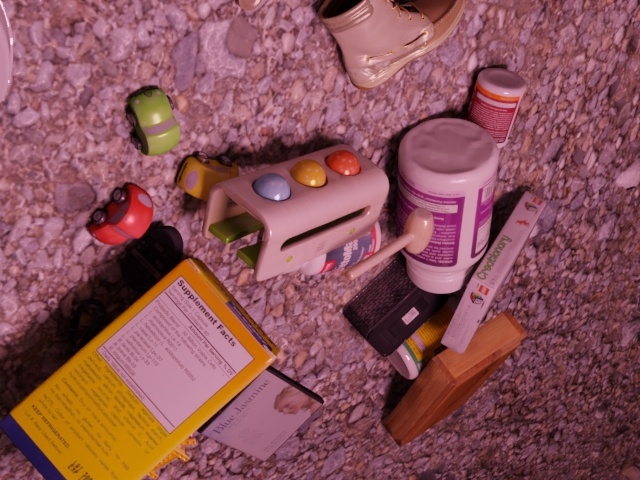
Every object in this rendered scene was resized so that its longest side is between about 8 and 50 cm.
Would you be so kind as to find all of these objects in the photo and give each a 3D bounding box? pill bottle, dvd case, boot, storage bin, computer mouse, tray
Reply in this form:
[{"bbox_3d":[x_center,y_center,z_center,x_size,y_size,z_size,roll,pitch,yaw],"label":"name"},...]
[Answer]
[{"bbox_3d":[0.235,0.184,1.911,0.208,0.117,0.118,-33,142,-14],"label":"pill bottle"},{"bbox_3d":[-0.113,0.341,1.827,0.180,0.022,0.253,-45,143,2],"label":"dvd case"},{"bbox_3d":[0.000,0.000,1.532,0.180,0.108,0.108,-13,133,-33],"label":"pill bottle"},{"bbox_3d":[0.106,-0.335,1.334,0.213,0.077,0.165,-38,141,-2],"label":"boot"},{"bbox_3d":[0.297,-0.215,1.611,0.086,0.086,0.152,-15,134,-32],"label":"pill bottle"},{"bbox_3d":[0.148,0.125,1.805,0.180,0.084,0.122,-42,143,0],"label":"storage bin"},{"bbox_3d":[-0.290,0.073,1.380,0.242,0.071,0.041,-45,168,7],"label":"computer mouse"},{"bbox_3d":[0.217,-0.051,1.629,0.169,0.169,0.302,-26,139,-22],"label":"pill bottle"},{"bbox_3d":[0.280,0.307,1.988,0.203,0.076,0.411,-29,160,-24],"label":"tray"}]

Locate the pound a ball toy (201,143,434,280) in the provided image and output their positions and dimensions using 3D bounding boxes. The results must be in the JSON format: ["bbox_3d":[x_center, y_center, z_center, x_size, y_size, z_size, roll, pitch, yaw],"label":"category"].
[{"bbox_3d":[0.015,-0.045,1.382,0.319,0.208,0.136,-23,141,-44],"label":"pound a ball toy"}]

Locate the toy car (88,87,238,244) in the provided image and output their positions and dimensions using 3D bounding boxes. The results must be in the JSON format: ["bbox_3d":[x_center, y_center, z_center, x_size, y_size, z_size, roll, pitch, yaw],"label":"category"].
[{"bbox_3d":[-0.217,-0.105,1.279,0.239,0.053,0.225,-26,140,-21],"label":"toy car"}]

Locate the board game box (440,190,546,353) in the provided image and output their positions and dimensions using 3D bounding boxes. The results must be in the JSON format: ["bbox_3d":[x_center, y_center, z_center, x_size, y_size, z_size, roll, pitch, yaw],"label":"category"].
[{"bbox_3d":[0.340,0.059,1.809,0.305,0.053,0.193,-49,163,-44],"label":"board game box"}]

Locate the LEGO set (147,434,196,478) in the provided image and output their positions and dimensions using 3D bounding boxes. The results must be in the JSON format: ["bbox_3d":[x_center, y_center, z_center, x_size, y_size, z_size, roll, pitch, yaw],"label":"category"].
[{"bbox_3d":[-0.279,0.316,1.621,0.132,0.107,0.287,11,130,-7],"label":"LEGO set"}]

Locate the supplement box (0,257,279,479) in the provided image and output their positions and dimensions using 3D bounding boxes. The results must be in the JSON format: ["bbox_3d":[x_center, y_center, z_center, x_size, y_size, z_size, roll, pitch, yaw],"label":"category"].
[{"bbox_3d":[-0.256,0.214,1.380,0.356,0.194,0.195,-41,178,-2],"label":"supplement box"}]

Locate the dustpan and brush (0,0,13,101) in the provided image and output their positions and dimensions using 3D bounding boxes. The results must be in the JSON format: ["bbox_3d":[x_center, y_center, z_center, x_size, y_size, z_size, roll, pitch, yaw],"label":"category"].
[{"bbox_3d":[-0.386,-0.259,0.987,0.147,0.060,0.211,9,126,-32],"label":"dustpan and brush"}]

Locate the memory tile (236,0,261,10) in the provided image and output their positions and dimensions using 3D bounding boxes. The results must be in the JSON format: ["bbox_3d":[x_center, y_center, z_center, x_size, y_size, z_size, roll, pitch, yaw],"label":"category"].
[{"bbox_3d":[-0.089,-0.370,1.174,0.113,0.012,0.148,-43,142,-1],"label":"memory tile"}]
